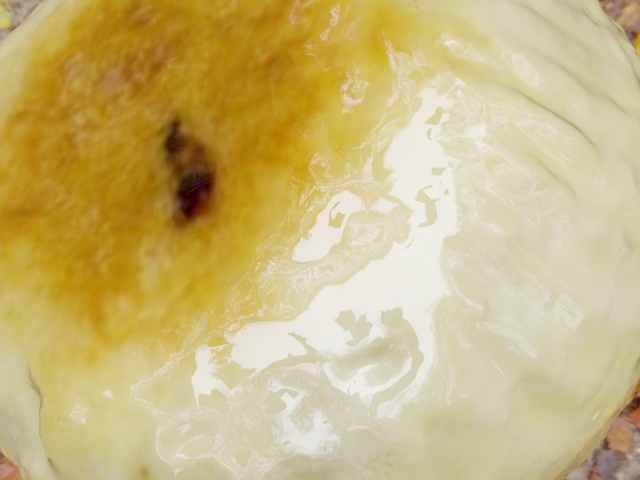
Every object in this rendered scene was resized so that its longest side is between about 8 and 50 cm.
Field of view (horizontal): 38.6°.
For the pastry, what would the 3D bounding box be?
[{"bbox_3d":[0.000,0.000,0.502,0.389,0.312,0.388,-13,60,23],"label":"pastry"}]
